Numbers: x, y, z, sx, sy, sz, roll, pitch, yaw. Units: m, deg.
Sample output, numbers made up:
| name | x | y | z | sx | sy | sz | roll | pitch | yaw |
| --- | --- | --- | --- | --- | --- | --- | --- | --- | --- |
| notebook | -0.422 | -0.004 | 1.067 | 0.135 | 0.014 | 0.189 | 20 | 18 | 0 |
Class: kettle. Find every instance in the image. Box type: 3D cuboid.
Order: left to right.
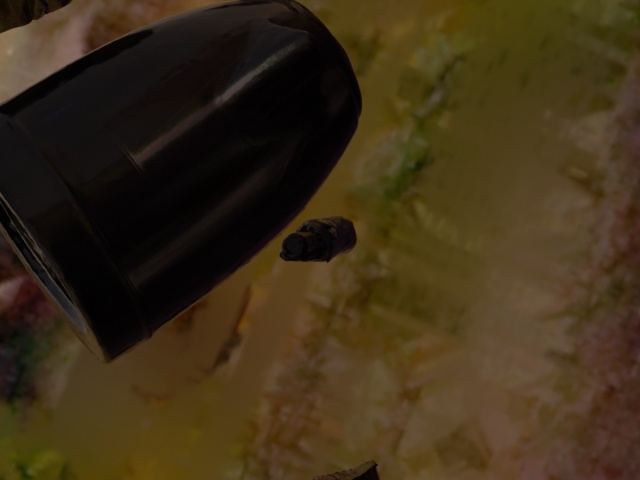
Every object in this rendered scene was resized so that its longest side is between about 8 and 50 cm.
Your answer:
| name | x | y | z | sx | sy | sz | roll | pitch | yaw |
| --- | --- | --- | --- | --- | --- | --- | --- | --- | --- |
| kettle | -0.116 | -0.070 | 1.181 | 0.324 | 0.228 | 0.321 | -35 | -5 | -15 |

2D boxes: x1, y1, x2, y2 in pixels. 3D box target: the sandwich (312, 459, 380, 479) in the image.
| name | x | y | z | sx | sy | sz | roll | pitch | yaw |
| --- | --- | --- | --- | --- | --- | --- | --- | --- | --- |
| sandwich | -0.002 | 0.356 | 1.778 | 0.235 | 0.159 | 0.079 | -10 | -94 | -79 |

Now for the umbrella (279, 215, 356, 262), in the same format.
| name | x | y | z | sx | sy | sz | roll | pitch | yaw |
| --- | --- | --- | --- | --- | --- | --- | --- | --- | --- |
| umbrella | 0.001 | -0.002 | 1.696 | 0.250 | 0.052 | 0.053 | -9 | -69 | -76 |

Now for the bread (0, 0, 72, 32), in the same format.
| name | x | y | z | sx | sy | sz | roll | pitch | yaw |
| --- | --- | --- | --- | --- | --- | --- | --- | --- | --- |
| bread | -0.312 | -0.320 | 1.237 | 0.142 | 0.228 | 0.253 | 104 | 157 | -62 |
